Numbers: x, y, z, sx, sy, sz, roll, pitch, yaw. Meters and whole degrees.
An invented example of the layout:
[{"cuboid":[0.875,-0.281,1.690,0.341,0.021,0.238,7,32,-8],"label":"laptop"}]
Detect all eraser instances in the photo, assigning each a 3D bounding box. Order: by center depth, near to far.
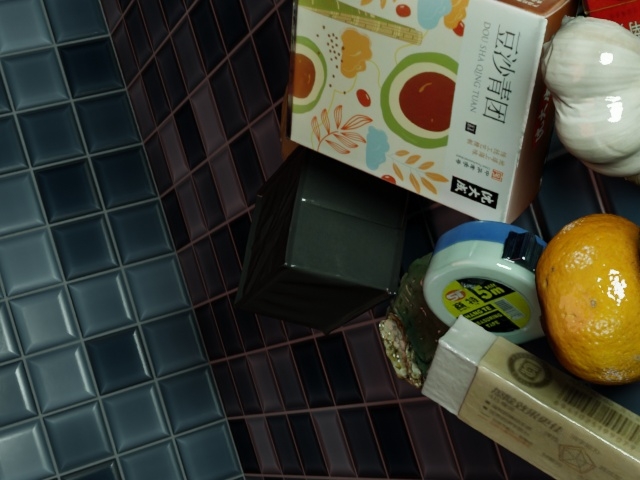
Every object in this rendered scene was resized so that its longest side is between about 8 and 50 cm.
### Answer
[{"cuboid":[0.315,0.250,1.746,0.343,0.078,0.144,31,140,16],"label":"eraser"}]

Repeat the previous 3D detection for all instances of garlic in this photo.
[{"cuboid":[0.340,-0.151,1.445,0.178,0.229,0.142,10,70,56],"label":"garlic"}]

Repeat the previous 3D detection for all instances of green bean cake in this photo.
[{"cuboid":[0.217,0.138,2.038,0.222,0.125,0.227,61,149,26],"label":"green bean cake"}]

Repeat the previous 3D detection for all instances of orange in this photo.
[{"cuboid":[0.362,0.076,1.566,0.224,0.170,0.224,-19,-90,-82],"label":"orange"}]

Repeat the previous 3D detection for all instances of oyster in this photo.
[{"cuboid":[0.136,0.184,2.046,0.086,0.029,0.132,0,101,62],"label":"oyster"}]

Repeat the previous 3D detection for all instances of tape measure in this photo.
[{"cuboid":[0.221,0.090,1.811,0.215,0.098,0.351,37,141,-19],"label":"tape measure"}]

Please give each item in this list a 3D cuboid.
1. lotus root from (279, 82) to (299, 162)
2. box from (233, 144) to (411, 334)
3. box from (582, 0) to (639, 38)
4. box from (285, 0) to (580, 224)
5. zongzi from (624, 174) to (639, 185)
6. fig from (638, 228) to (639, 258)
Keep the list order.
[{"cuboid":[0.001,-0.213,2.258,0.342,0.152,0.169,104,167,-55],"label":"lotus root"},{"cuboid":[0.001,0.000,2.204,0.345,0.205,0.251,138,145,-64],"label":"box"},{"cuboid":[0.372,-0.332,1.448,0.153,0.074,0.239,-1,105,62],"label":"box"},{"cuboid":[0.144,-0.247,1.736,0.385,0.122,0.344,25,133,24],"label":"box"},{"cuboid":[0.424,-0.103,1.535,0.076,0.040,0.083,37,120,45],"label":"zongzi"},{"cuboid":[0.444,0.018,1.422,0.144,0.154,0.165,31,-105,-69],"label":"fig"}]
